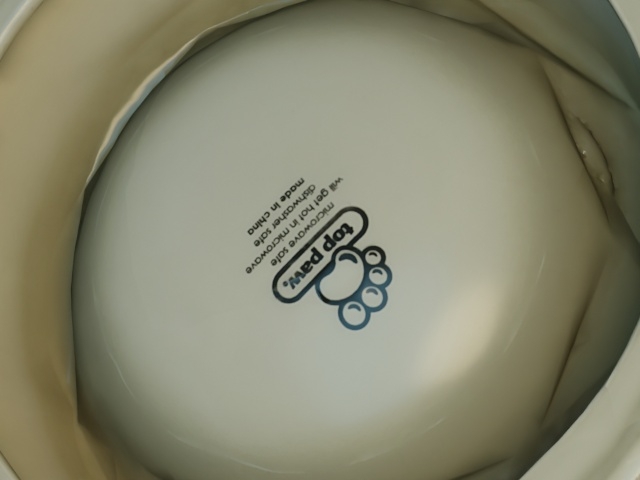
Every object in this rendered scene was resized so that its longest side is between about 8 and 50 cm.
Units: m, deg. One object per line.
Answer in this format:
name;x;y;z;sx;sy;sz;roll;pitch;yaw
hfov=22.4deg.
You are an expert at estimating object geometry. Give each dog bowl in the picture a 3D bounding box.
dog bowl;0.000;0.000;0.765;0.408;0.150;0.407;-6;71;17
